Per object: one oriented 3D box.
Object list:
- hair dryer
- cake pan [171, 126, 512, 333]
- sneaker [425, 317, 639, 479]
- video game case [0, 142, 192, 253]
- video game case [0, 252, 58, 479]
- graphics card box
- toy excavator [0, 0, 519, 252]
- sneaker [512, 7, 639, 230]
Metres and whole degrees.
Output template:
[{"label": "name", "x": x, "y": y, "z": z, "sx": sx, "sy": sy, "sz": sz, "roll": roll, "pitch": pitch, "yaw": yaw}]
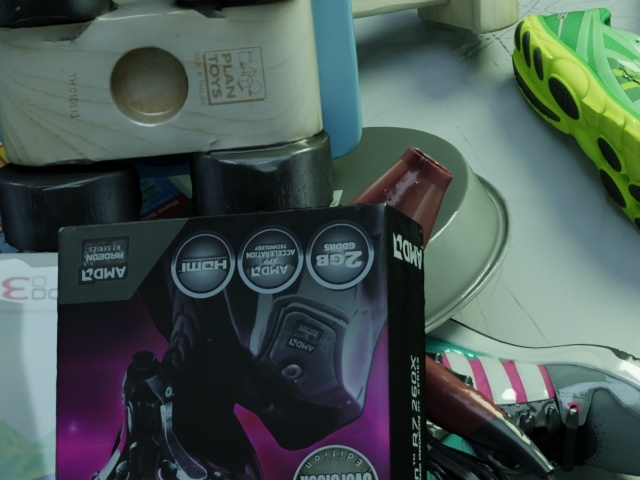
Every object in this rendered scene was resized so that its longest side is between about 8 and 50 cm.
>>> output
[{"label": "hair dryer", "x": 0.056, "y": 0.082, "z": 1.314, "sx": 0.223, "sy": 0.080, "sz": 0.293, "roll": -5, "pitch": 79, "yaw": 22}, {"label": "cake pan", "x": 0.000, "y": 0.000, "z": 1.511, "sx": 0.293, "sy": 0.054, "sz": 0.293, "roll": -14, "pitch": 30, "yaw": 8}, {"label": "sneaker", "x": 0.115, "y": 0.148, "z": 1.394, "sx": 0.295, "sy": 0.124, "sz": 0.178, "roll": 13, "pitch": 44, "yaw": 23}, {"label": "video game case", "x": -0.260, "y": -0.054, "z": 1.660, "sx": 0.204, "sy": 0.025, "sz": 0.285, "roll": -31, "pitch": 53, "yaw": -24}, {"label": "video game case", "x": -0.195, "y": 0.168, "z": 1.355, "sx": 0.300, "sy": 0.036, "sz": 0.329, "roll": -1, "pitch": 75, "yaw": 1}, {"label": "graphics card box", "x": -0.049, "y": 0.168, "z": 1.245, "sx": 0.233, "sy": 0.094, "sz": 0.371, "roll": -3, "pitch": 78, "yaw": 19}, {"label": "toy excavator", "x": -0.045, "y": -0.176, "z": 1.576, "sx": 0.433, "sy": 0.222, "sz": 0.445, "roll": -6, "pitch": 17, "yaw": 2}, {"label": "sneaker", "x": 0.271, "y": -0.108, "z": 1.634, "sx": 0.123, "sy": 0.109, "sz": 0.295, "roll": -23, "pitch": 51, "yaw": -13}]
